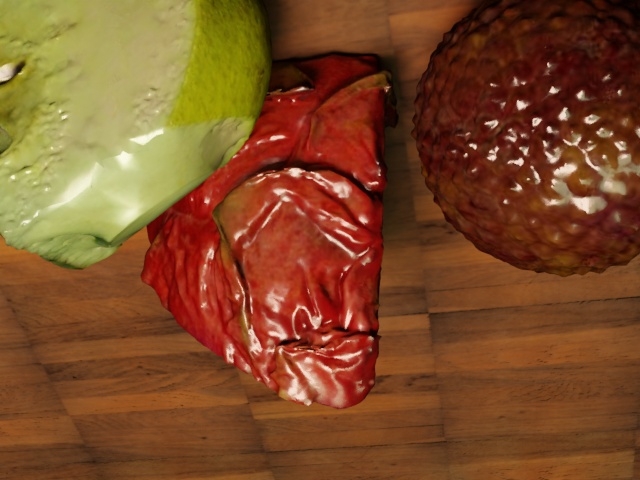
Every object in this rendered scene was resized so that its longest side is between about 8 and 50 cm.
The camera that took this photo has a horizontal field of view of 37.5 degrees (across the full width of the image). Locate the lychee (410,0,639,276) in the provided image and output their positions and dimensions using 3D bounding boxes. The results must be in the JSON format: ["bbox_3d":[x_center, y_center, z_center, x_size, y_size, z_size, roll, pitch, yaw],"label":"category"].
[{"bbox_3d":[0.208,-0.093,0.795,0.261,0.260,0.260,2,132,2],"label":"lychee"}]

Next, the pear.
[{"bbox_3d":[-0.178,-0.144,0.805,0.282,0.286,0.176,-36,163,7],"label":"pear"}]

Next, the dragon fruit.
[{"bbox_3d":[0.000,0.000,0.879,0.240,0.330,0.302,12,133,-36],"label":"dragon fruit"}]
